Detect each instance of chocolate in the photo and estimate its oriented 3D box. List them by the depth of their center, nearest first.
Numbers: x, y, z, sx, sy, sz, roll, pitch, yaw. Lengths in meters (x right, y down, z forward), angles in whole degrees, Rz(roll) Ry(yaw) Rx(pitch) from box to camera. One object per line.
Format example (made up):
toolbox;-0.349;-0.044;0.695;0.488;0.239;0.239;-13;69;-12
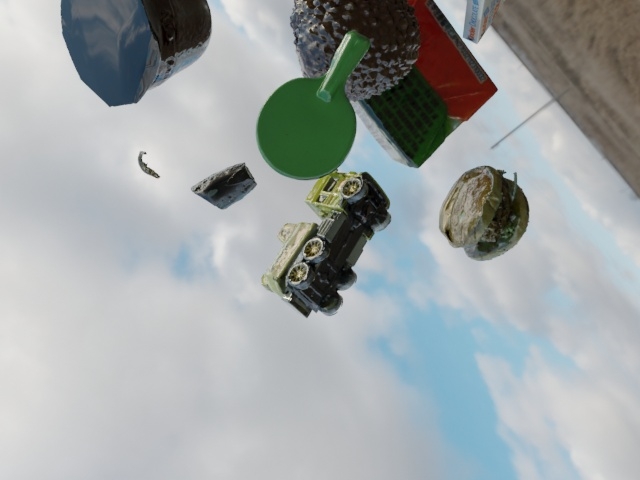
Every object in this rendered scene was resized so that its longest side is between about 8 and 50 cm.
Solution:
chocolate;-0.457;-0.575;1.771;0.331;0.383;0.384;-26;-103;-48
chocolate;0.242;-0.428;1.804;0.360;0.341;0.161;50;168;-10

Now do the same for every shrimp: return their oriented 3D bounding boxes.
shrimp;-0.545;-0.240;2.095;0.114;0.083;0.023;36;-131;29

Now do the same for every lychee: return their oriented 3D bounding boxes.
lychee;0.072;-0.402;1.309;0.267;0.267;0.268;40;-155;-23

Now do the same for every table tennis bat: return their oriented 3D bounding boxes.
table tennis bat;0.000;-0.217;1.062;0.160;0.257;0.039;31;-176;3

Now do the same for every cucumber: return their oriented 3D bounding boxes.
cucumber;-0.300;-0.163;2.057;0.115;0.192;0.086;61;-177;-1

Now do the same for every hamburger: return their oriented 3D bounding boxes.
hamburger;0.308;-0.050;1.218;0.113;0.185;0.177;29;-149;-17

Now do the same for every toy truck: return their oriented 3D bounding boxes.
toy truck;0.000;0.000;1.207;0.157;0.272;0.124;18;160;43

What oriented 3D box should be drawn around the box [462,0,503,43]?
box;0.393;-0.593;1.410;0.048;0.265;0.273;32;177;12
